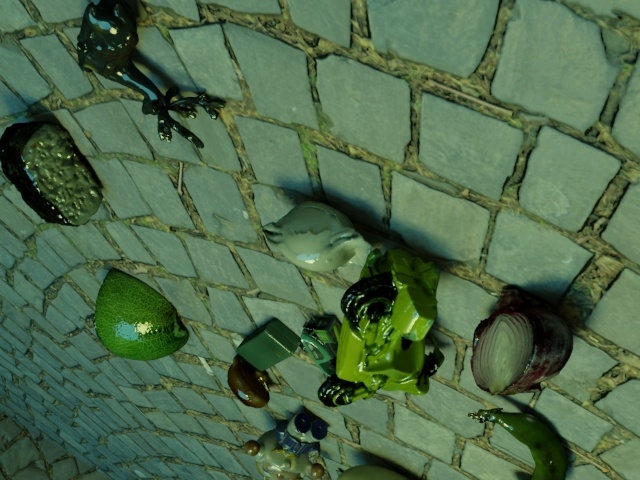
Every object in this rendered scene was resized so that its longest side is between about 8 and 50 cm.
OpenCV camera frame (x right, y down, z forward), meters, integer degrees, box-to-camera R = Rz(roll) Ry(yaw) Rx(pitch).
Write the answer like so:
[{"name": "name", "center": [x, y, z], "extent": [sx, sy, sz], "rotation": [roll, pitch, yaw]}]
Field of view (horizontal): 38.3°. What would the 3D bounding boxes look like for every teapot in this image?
[{"name": "teapot", "center": [-0.157, 0.314, 2.062], "extent": [0.129, 0.078, 0.098], "rotation": [51, -170, 3]}]

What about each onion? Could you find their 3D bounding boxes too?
[{"name": "onion", "center": [0.298, 0.150, 1.325], "extent": [0.098, 0.151, 0.206], "rotation": [7, 167, -15]}]

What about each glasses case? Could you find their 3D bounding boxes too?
[{"name": "glasses case", "center": [-0.109, 0.217, 1.900], "extent": [0.078, 0.039, 0.184], "rotation": [41, 150, -7]}]

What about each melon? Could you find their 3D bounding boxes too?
[{"name": "melon", "center": [-0.411, 0.208, 2.122], "extent": [0.169, 0.129, 0.265], "rotation": [12, 141, 32]}]

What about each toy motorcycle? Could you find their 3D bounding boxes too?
[{"name": "toy motorcycle", "center": [0.024, 0.214, 1.741], "extent": [0.100, 0.058, 0.173], "rotation": [-2, 131, 40]}, {"name": "toy motorcycle", "center": [0.111, 0.157, 1.460], "extent": [0.142, 0.206, 0.342], "rotation": [57, 152, 34]}]

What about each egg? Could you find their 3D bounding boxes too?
[{"name": "egg", "center": [0.139, 0.603, 2.032], "extent": [0.253, 0.188, 0.188], "rotation": [35, 151, 16]}]

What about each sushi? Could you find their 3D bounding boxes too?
[{"name": "sushi", "center": [-0.525, -0.126, 1.770], "extent": [0.127, 0.124, 0.225], "rotation": [10, 141, 38]}]

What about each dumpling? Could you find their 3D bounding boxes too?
[{"name": "dumpling", "center": [0.000, 0.000, 1.428], "extent": [0.188, 0.108, 0.127], "rotation": [5, 166, 22]}]

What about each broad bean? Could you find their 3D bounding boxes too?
[{"name": "broad bean", "center": [0.359, 0.389, 1.601], "extent": [0.144, 0.049, 0.292], "rotation": [-10, 122, 21]}]

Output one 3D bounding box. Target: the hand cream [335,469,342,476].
[{"name": "hand cream", "center": [0.170, 0.652, 2.217], "extent": [0.312, 0.070, 0.111], "rotation": [28, 152, 30]}]

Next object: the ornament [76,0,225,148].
[{"name": "ornament", "center": [-0.245, -0.243, 1.364], "extent": [0.236, 0.080, 0.202], "rotation": [41, 153, -2]}]

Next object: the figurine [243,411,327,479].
[{"name": "figurine", "center": [-0.081, 0.480, 2.165], "extent": [0.193, 0.133, 0.274], "rotation": [7, 139, 4]}]
